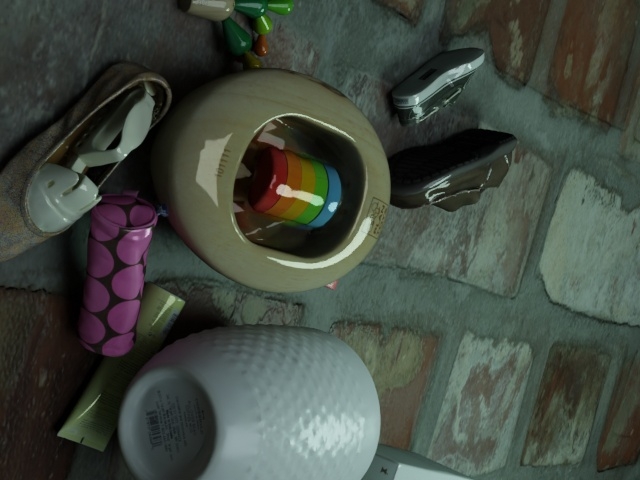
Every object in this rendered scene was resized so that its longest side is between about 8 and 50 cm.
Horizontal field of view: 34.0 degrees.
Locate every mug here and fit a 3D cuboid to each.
[{"bbox_3d":[-0.111,0.300,1.446,0.328,0.276,0.374,12,76,-59],"label":"mug"}]

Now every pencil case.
[{"bbox_3d":[-0.260,0.042,1.342,0.095,0.098,0.209,8,120,-17],"label":"pencil case"}]

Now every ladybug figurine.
[{"bbox_3d":[-0.070,-0.085,1.486,0.449,0.162,0.305,22,87,-48],"label":"ladybug figurine"}]

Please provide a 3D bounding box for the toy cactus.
[{"bbox_3d":[-0.104,-0.317,1.432,0.180,0.112,0.219,-6,117,-39],"label":"toy cactus"}]

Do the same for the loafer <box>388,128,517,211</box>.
[{"bbox_3d":[0.246,-0.106,1.896,0.366,0.134,0.130,-21,119,-45],"label":"loafer"}]

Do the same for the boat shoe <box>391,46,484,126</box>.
[{"bbox_3d":[0.209,-0.272,1.843,0.219,0.078,0.070,-35,128,-28],"label":"boat shoe"}]

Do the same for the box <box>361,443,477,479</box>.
[{"bbox_3d":[0.129,0.506,1.956,0.345,0.168,0.215,28,82,-52],"label":"box"}]

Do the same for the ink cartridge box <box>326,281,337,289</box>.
[{"bbox_3d":[0.000,0.000,1.698,0.099,0.056,0.135,27,81,-51],"label":"ink cartridge box"}]

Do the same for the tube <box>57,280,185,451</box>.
[{"bbox_3d":[-0.271,0.172,1.439,0.070,0.062,0.240,29,83,-9],"label":"tube"}]

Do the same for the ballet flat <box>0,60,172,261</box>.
[{"bbox_3d":[-0.291,-0.097,1.267,0.316,0.106,0.107,-57,139,-19],"label":"ballet flat"}]
